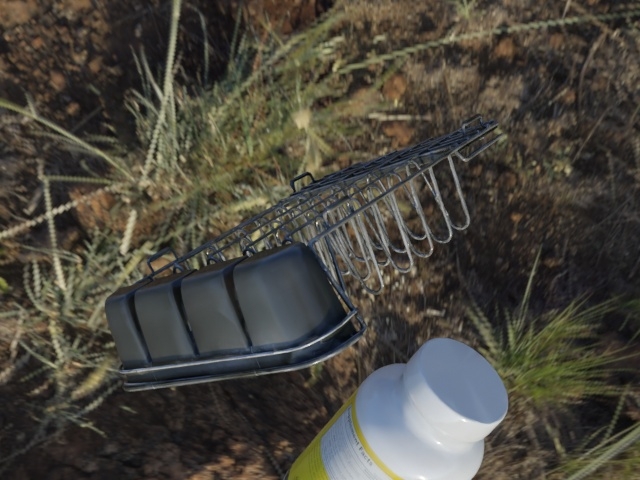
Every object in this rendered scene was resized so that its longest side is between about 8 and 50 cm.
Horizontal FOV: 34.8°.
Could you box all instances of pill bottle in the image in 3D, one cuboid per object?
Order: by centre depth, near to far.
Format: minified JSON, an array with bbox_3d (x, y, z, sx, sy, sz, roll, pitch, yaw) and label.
[{"bbox_3d":[0.054,0.156,0.750,0.103,0.103,0.184,45,125,13],"label":"pill bottle"}]

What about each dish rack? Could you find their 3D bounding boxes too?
[{"bbox_3d":[0.000,0.000,0.690,0.271,0.208,0.074,-34,104,-43],"label":"dish rack"}]
